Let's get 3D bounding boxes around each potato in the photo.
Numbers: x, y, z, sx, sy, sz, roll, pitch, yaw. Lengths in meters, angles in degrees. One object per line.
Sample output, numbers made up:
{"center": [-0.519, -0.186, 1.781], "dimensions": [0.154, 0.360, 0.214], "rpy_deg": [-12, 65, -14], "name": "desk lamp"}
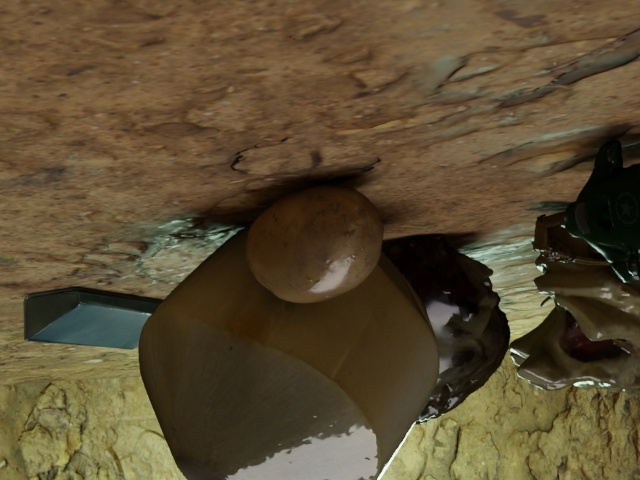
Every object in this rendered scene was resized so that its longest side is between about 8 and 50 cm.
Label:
{"center": [-0.002, -0.001, 1.157], "dimensions": [0.147, 0.112, 0.112], "rpy_deg": [-9, 170, 38], "name": "potato"}

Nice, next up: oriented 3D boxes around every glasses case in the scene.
{"center": [-0.310, 0.102, 1.777], "dimensions": [0.105, 0.056, 0.266], "rpy_deg": [-34, 161, 16], "name": "glasses case"}

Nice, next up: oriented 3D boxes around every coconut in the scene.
{"center": [-0.036, 0.142, 1.308], "dimensions": [0.323, 0.323, 0.323], "rpy_deg": [-5, 170, -1], "name": "coconut"}

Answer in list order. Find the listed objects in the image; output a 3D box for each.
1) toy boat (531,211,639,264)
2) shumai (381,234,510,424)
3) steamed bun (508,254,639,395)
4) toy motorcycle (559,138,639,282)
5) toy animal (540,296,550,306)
{"center": [0.322, -0.003, 1.385], "dimensions": [0.206, 0.064, 0.072], "rpy_deg": [0, -175, -29], "name": "toy boat"}
{"center": [0.108, 0.123, 1.586], "dimensions": [0.346, 0.217, 0.283], "rpy_deg": [1, 170, -17], "name": "shumai"}
{"center": [0.391, 0.129, 1.662], "dimensions": [0.247, 0.189, 0.428], "rpy_deg": [15, 178, 43], "name": "steamed bun"}
{"center": [0.339, -0.038, 1.079], "dimensions": [0.274, 0.125, 0.187], "rpy_deg": [-10, 179, 15], "name": "toy motorcycle"}
{"center": [0.496, 0.123, 2.138], "dimensions": [0.219, 0.095, 0.155], "rpy_deg": [-8, 165, 25], "name": "toy animal"}
